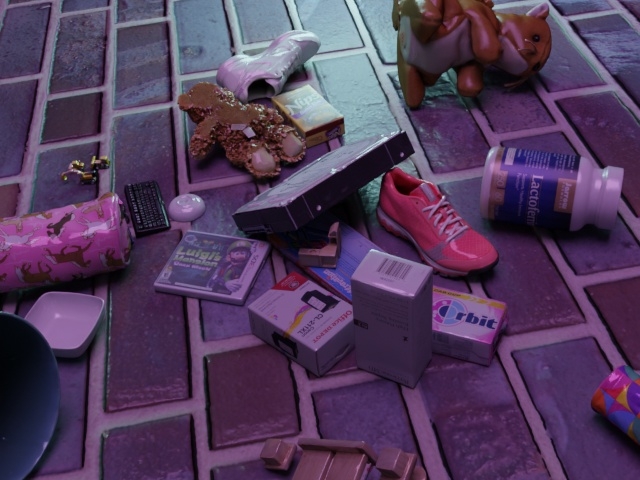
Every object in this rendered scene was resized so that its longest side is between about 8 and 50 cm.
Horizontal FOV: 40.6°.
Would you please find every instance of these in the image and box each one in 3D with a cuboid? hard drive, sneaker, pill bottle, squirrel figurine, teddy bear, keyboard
[{"bbox_3d":[0.004,-0.120,1.803,0.339,0.064,0.237,-34,15,-28],"label":"hard drive"},{"bbox_3d":[-0.114,-0.440,2.258,0.305,0.114,0.152,-30,60,-20],"label":"sneaker"},{"bbox_3d":[0.464,-0.101,1.746,0.265,0.153,0.153,8,43,16],"label":"pill bottle"},{"bbox_3d":[0.380,-0.536,2.176,0.370,0.281,0.397,-4,43,-8],"label":"squirrel figurine"},{"bbox_3d":[-0.191,-0.250,2.047,0.338,0.113,0.245,21,54,17],"label":"teddy bear"},{"bbox_3d":[0.219,-0.040,1.718,0.116,0.136,0.314,-32,47,-26],"label":"sneaker"},{"bbox_3d":[-0.399,-0.072,1.913,0.108,0.023,0.180,-15,41,-11],"label":"keyboard"}]

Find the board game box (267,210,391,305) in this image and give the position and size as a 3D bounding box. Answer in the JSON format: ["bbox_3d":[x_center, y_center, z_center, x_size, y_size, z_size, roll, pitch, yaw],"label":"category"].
[{"bbox_3d":[0.034,0.031,1.740,0.145,0.027,0.281,-30,47,-26],"label":"board game box"}]

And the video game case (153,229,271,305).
[{"bbox_3d":[-0.216,0.051,1.750,0.190,0.022,0.173,8,43,16],"label":"video game case"}]

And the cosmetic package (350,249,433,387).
[{"bbox_3d":[0.122,0.134,1.456,0.117,0.231,0.085,17,46,25],"label":"cosmetic package"}]

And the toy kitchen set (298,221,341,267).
[{"bbox_3d":[0.000,0.000,1.706,0.075,0.068,0.083,3,42,10],"label":"toy kitchen set"}]

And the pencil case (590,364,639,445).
[{"bbox_3d":[0.531,0.296,1.330,0.104,0.104,0.236,-26,47,-22],"label":"pencil case"}]

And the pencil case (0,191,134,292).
[{"bbox_3d":[-0.578,0.012,1.736,0.386,0.160,0.167,-12,12,-6],"label":"pencil case"}]

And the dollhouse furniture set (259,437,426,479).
[{"bbox_3d":[0.031,0.463,1.239,0.355,0.174,0.303,-8,45,44],"label":"dollhouse furniture set"}]

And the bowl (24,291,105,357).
[{"bbox_3d":[-0.481,0.164,1.628,0.142,0.053,0.142,5,42,13],"label":"bowl"}]

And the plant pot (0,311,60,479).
[{"bbox_3d":[-0.608,0.253,1.379,0.235,0.293,0.293,1,39,29],"label":"plant pot"}]

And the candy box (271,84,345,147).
[{"bbox_3d":[-0.032,-0.306,2.116,0.109,0.053,0.186,-23,43,-18],"label":"candy box"}]

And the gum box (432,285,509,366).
[{"bbox_3d":[0.237,0.148,1.554,0.188,0.062,0.107,13,45,20],"label":"gum box"}]

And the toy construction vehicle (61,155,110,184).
[{"bbox_3d":[-0.552,-0.170,2.032,0.098,0.035,0.086,-2,41,5],"label":"toy construction vehicle"}]

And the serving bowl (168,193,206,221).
[{"bbox_3d":[-0.295,-0.077,1.902,0.083,0.027,0.083,-4,41,3],"label":"serving bowl"}]

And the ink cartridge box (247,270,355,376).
[{"bbox_3d":[-0.025,0.148,1.577,0.175,0.072,0.127,28,51,33],"label":"ink cartridge box"}]
